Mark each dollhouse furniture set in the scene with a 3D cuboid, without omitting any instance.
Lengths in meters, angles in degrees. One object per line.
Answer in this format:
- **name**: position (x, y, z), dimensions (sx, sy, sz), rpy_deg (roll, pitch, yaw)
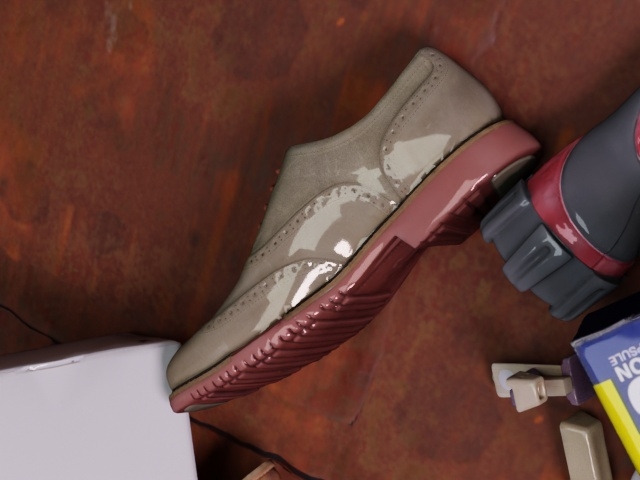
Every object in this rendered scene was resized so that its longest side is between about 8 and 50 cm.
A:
- **dollhouse furniture set**: position (0.155, 0.142, 0.863), dimensions (0.081, 0.091, 0.114), rpy_deg (-7, 98, 45)

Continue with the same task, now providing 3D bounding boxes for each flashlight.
- **flashlight**: position (0.240, -0.077, 0.760), dimensions (0.304, 0.103, 0.103), rpy_deg (-45, 75, 27)

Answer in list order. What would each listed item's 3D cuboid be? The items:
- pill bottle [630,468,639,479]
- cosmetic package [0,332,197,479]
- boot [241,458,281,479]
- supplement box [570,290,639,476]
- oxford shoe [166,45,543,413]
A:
- **pill bottle**: position (0.259, 0.187, 0.827), dimensions (0.083, 0.043, 0.043), rpy_deg (25, 109, 23)
- **cosmetic package**: position (-0.212, 0.280, 0.971), dimensions (0.156, 0.217, 0.385), rpy_deg (-7, 90, 63)
- **boot**: position (-0.029, 0.289, 0.981), dimensions (0.152, 0.073, 0.197), rpy_deg (36, 129, 25)
- **supplement box**: position (0.318, 0.167, 0.684), dimensions (0.194, 0.195, 0.356), rpy_deg (-29, 84, 14)
- **oxford shoe**: position (0.000, 0.000, 0.897), dimensions (0.348, 0.123, 0.130), rpy_deg (-40, 73, 14)
